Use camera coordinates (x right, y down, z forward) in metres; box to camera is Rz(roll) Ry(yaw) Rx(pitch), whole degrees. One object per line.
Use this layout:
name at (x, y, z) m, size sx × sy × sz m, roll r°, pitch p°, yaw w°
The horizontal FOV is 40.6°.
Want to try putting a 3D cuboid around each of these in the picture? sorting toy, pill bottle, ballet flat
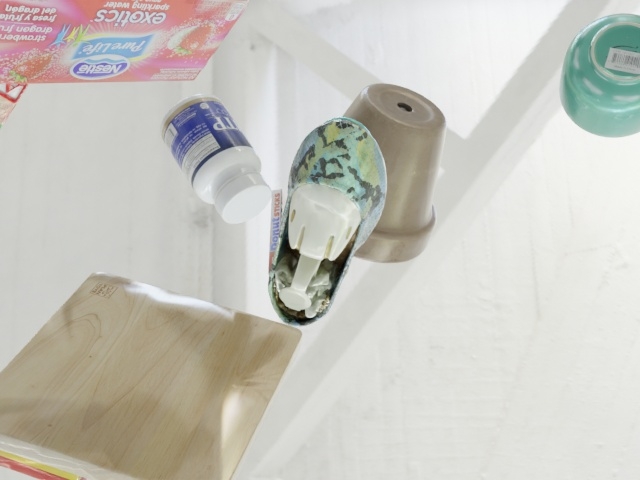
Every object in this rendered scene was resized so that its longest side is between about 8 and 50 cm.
sorting toy at (-0.179, 0.166, 0.894) m, size 0.255 × 0.257 × 0.089 m, roll 15°, pitch -56°, yaw 10°
pill bottle at (-0.154, -0.120, 1.304) m, size 0.112 × 0.112 × 0.187 m, roll -43°, pitch -116°, yaw 16°
ballet flat at (0.000, 0.000, 0.587) m, size 0.070 × 0.188 × 0.070 m, roll 4°, pitch -126°, yaw -6°

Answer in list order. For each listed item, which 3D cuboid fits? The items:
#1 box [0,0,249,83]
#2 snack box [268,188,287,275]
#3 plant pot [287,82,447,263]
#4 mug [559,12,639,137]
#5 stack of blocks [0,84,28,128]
box at (-0.212, -0.227, 0.784) m, size 0.122 × 0.256 × 0.128 m, roll -45°, pitch -111°, yaw 39°
snack box at (-0.068, 0.000, 1.490) m, size 0.022 × 0.064 × 0.178 m, roll -10°, pitch -126°, yaw 14°
plant pot at (0.099, -0.128, 1.447) m, size 0.263 × 0.263 × 0.229 m, roll 47°, pitch -49°, yaw 31°
mug at (0.358, -0.203, 1.003) m, size 0.157 × 0.097 × 0.129 m, roll -30°, pitch -110°, yaw 2°
stack of blocks at (-0.493, -0.306, 1.403) m, size 0.171 × 0.087 × 0.297 m, roll -48°, pitch -157°, yaw 25°
